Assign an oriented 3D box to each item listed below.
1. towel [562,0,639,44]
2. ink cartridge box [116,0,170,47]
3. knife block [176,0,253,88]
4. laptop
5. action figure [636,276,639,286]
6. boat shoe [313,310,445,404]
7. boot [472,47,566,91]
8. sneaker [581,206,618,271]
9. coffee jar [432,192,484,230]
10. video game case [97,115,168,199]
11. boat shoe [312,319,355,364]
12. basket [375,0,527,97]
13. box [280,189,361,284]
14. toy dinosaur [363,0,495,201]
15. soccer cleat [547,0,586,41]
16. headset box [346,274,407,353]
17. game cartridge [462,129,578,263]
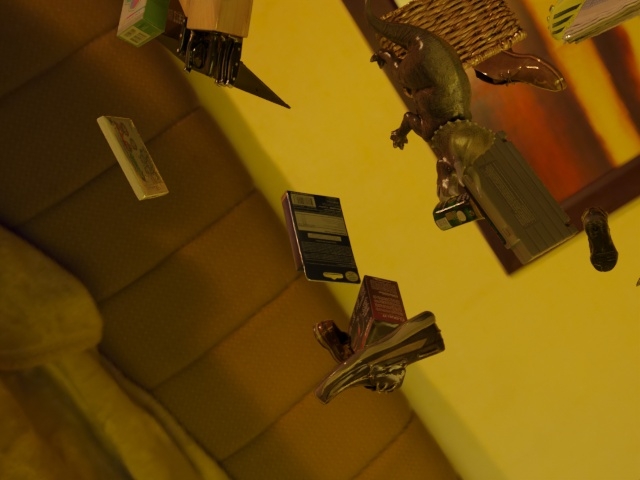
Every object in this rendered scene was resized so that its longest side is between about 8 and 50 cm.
[{"bbox_3d":[0.578,-0.486,1.433,0.034,0.285,0.209,44,-26,-17],"label":"towel"},{"bbox_3d":[-0.393,-0.556,1.768,0.062,0.109,0.209,25,63,-40],"label":"ink cartridge box"},{"bbox_3d":[-0.188,-0.454,1.546,0.088,0.276,0.242,-2,60,-48],"label":"knife block"},{"bbox_3d":[-0.262,-0.565,1.969,0.382,0.407,0.236,26,31,30],"label":"laptop"},{"bbox_3d":[1.002,0.168,2.020,0.330,0.178,0.341,34,-12,37],"label":"action figure"},{"bbox_3d":[0.153,0.305,1.878,0.130,0.355,0.132,57,-10,8],"label":"boat shoe"},{"bbox_3d":[0.556,-0.466,2.195,0.305,0.115,0.112,38,-13,46],"label":"boot"},{"bbox_3d":[0.866,-0.014,2.406,0.227,0.087,0.130,61,31,-30],"label":"sneaker"},{"bbox_3d":[0.419,-0.094,2.228,0.079,0.184,0.096,57,41,-16],"label":"coffee jar"},{"bbox_3d":[-0.334,-0.149,1.397,0.157,0.019,0.143,63,8,-4],"label":"video game case"},{"bbox_3d":[0.052,0.266,1.980,0.178,0.060,0.064,49,22,-29],"label":"boat shoe"},{"bbox_3d":[0.310,-0.460,1.843,0.223,0.299,0.213,63,8,15],"label":"basket"},{"bbox_3d":[0.000,0.000,1.644,0.137,0.036,0.225,7,52,-30],"label":"box"},{"bbox_3d":[0.158,-0.215,1.088,0.160,0.121,0.313,-1,-73,58],"label":"toy dinosaur"},{"bbox_3d":[0.642,-0.573,1.893,0.121,0.093,0.289,54,-21,20],"label":"soccer cleat"},{"bbox_3d":[0.160,0.266,2.234,0.110,0.218,0.293,12,23,-8],"label":"headset box"},{"bbox_3d":[0.510,-0.121,2.082,0.355,0.230,0.068,57,-33,13],"label":"game cartridge"}]
